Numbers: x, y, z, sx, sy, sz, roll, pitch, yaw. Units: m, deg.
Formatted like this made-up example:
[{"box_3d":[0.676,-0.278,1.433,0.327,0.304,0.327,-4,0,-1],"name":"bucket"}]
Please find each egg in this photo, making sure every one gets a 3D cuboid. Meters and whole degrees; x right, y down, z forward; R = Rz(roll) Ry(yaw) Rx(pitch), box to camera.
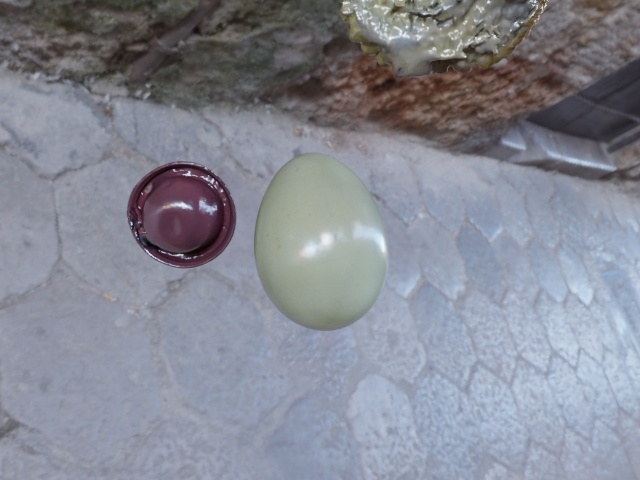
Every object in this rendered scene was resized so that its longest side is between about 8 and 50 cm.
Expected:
[{"box_3d":[0.000,0.000,0.994,0.188,0.188,0.254,5,77,-49],"name":"egg"}]

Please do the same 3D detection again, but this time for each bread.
[{"box_3d":[0.146,-0.335,0.862,0.274,0.274,0.149,47,15,-17],"name":"bread"}]

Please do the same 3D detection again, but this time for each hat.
[{"box_3d":[-0.252,-0.042,1.266,0.205,0.205,0.089,54,11,-7],"name":"hat"}]
